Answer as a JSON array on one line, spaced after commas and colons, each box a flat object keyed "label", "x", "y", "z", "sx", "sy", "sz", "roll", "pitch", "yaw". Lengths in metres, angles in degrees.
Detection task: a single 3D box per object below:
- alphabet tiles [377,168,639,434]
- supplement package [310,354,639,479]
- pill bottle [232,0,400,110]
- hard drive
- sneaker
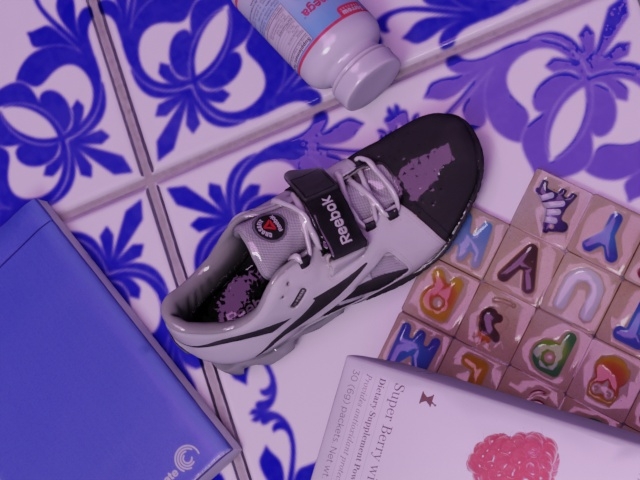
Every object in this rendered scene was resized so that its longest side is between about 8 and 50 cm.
[{"label": "alphabet tiles", "x": 0.192, "y": 0.124, "z": 1.663, "sx": 0.285, "sy": 0.011, "sz": 0.342, "roll": 27, "pitch": 93, "yaw": 20}, {"label": "supplement package", "x": 0.155, "y": 0.220, "z": 1.566, "sx": 0.293, "sy": 0.175, "sz": 0.177, "roll": 15, "pitch": 88, "yaw": 20}, {"label": "pill bottle", "x": -0.003, "y": -0.197, "z": 1.725, "sx": 0.087, "sy": 0.087, "sz": 0.160, "roll": -45, "pitch": 73, "yaw": 10}, {"label": "hard drive", "x": -0.250, "y": 0.147, "z": 1.799, "sx": 0.210, "sy": 0.040, "sz": 0.319, "roll": -43, "pitch": 72, "yaw": 10}, {"label": "sneaker", "x": 0.000, "y": 0.000, "z": 1.671, "sx": 0.330, "sy": 0.146, "sz": 0.122, "roll": -40, "pitch": 66, "yaw": 9}]
